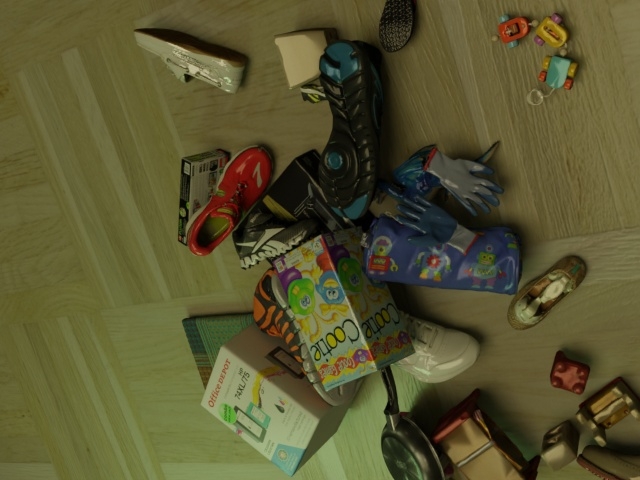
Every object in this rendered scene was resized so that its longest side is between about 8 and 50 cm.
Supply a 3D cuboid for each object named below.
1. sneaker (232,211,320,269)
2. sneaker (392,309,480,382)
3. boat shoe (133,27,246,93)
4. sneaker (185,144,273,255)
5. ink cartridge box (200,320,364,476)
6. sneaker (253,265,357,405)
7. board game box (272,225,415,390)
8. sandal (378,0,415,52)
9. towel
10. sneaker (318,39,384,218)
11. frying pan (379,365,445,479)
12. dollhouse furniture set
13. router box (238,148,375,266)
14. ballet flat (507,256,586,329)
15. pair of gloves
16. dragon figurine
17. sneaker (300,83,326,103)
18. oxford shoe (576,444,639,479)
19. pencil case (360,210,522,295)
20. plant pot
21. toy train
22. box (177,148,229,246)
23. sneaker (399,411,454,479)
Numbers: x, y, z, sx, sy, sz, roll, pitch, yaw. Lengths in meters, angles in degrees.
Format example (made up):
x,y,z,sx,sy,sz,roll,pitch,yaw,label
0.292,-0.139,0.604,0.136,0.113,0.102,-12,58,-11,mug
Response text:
x,y,z,sx,sy,sz,roll,pitch,yaw,label
-0.105,-0.017,1.765,0.234,0.078,0.106,-22,99,40,sneaker
0.175,0.207,1.736,0.305,0.114,0.152,2,139,31,sneaker
-0.292,-0.386,1.821,0.277,0.098,0.096,24,120,21,boat shoe
-0.191,-0.076,1.828,0.107,0.118,0.279,32,100,-17,sneaker
-0.088,0.335,1.878,0.270,0.197,0.198,34,125,18,ink cartridge box
-0.037,0.204,1.805,0.180,0.124,0.321,-30,82,61,sneaker
0.045,0.131,1.657,0.144,0.142,0.275,-29,80,36,board game box
0.149,-0.438,1.561,0.067,0.040,0.179,9,100,24,sandal
-0.162,0.302,2.066,0.370,0.040,0.272,-6,106,35,towel
0.078,-0.211,1.617,0.125,0.139,0.341,10,108,29,sneaker
0.175,0.394,1.703,0.197,0.053,0.326,27,134,53,frying pan
0.421,0.351,1.671,0.374,0.152,0.201,-42,84,20,dollhouse furniture set
0.000,0.000,1.806,0.309,0.081,0.243,49,127,6,router box
0.416,0.108,1.595,0.073,0.067,0.206,41,126,10,ballet flat
0.233,-0.066,1.534,0.159,0.023,0.198,30,81,7,pair of gloves
0.197,-0.129,1.625,0.144,0.085,0.289,50,128,4,dragon figurine
-0.003,-0.296,1.721,0.083,0.031,0.035,20,133,29,sneaker
0.657,0.418,1.565,0.348,0.123,0.130,9,88,31,oxford shoe
0.227,0.022,1.583,0.306,0.119,0.133,7,108,4,pencil case
-0.015,-0.366,1.655,0.096,0.109,0.109,-10,104,23,plant pot
0.378,-0.325,1.455,0.125,0.046,0.166,-21,94,38,toy train
-0.266,-0.097,1.914,0.036,0.114,0.207,27,122,35,box
0.235,0.486,1.857,0.111,0.103,0.252,-12,109,31,sneaker
